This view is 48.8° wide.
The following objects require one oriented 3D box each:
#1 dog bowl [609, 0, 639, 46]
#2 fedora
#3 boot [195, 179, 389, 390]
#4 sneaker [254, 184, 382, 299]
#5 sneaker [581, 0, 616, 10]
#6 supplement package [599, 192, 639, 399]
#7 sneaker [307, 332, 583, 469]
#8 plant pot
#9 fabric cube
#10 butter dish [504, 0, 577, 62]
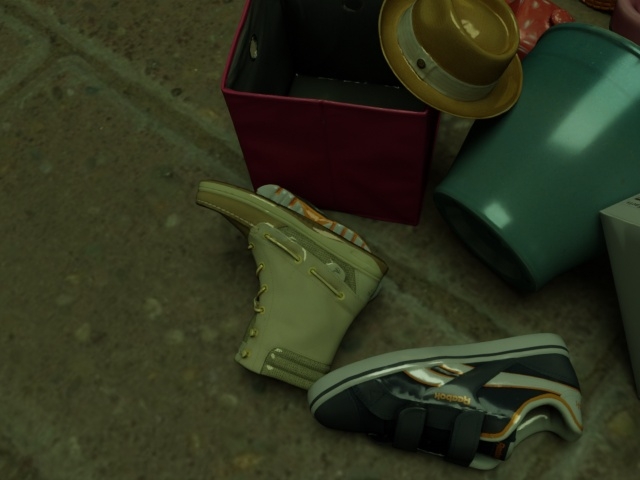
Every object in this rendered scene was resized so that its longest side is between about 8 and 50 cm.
[{"bbox_3d":[0.576,-0.288,0.931,0.407,0.150,0.408,-15,37,11],"label":"dog bowl"},{"bbox_3d":[0.161,-0.232,0.792,0.194,0.079,0.195,8,65,-18],"label":"fedora"},{"bbox_3d":[-0.072,0.057,0.889,0.261,0.095,0.204,27,91,-1],"label":"boot"},{"bbox_3d":[0.000,0.000,0.968,0.215,0.083,0.084,43,96,5],"label":"sneaker"},{"bbox_3d":[0.447,-0.493,1.182,0.121,0.099,0.262,-32,64,-16],"label":"sneaker"},{"bbox_3d":[0.436,0.080,0.741,0.145,0.262,0.204,-22,20,-8],"label":"supplement package"},{"bbox_3d":[0.148,0.197,0.819,0.320,0.126,0.128,-10,56,-1],"label":"sneaker"},{"bbox_3d":[0.290,-0.084,0.892,0.255,0.272,0.271,-43,66,-3],"label":"plant pot"},{"bbox_3d":[0.037,-0.207,0.974,0.258,0.258,0.254,9,64,10],"label":"fabric cube"},{"bbox_3d":[0.329,-0.302,1.057,0.159,0.118,0.160,29,66,-8],"label":"butter dish"}]
